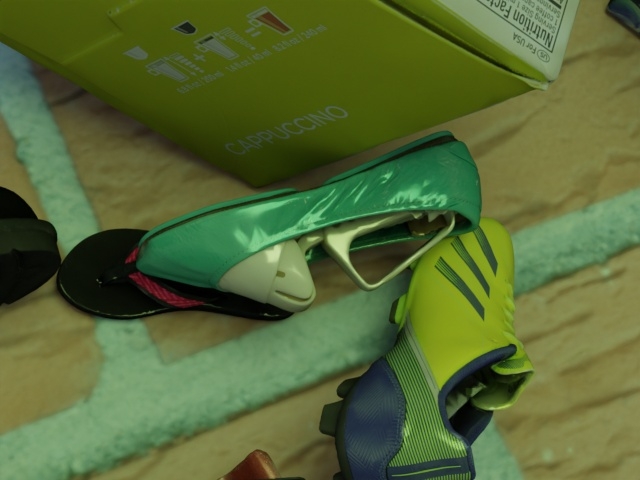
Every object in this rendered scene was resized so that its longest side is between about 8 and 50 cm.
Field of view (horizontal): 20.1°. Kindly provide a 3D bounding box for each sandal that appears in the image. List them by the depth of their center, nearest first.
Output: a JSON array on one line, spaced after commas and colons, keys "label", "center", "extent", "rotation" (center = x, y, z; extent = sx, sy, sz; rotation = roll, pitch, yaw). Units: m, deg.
[{"label": "sandal", "center": [-0.096, 0.022, 1.280], "extent": [0.179, 0.040, 0.067], "rotation": [4, 71, -13]}]

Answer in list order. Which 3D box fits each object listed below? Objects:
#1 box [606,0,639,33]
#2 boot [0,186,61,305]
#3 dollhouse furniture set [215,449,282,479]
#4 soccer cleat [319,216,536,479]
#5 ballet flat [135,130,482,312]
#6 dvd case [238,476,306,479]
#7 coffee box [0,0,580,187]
[{"label": "box", "center": [0.442, -0.238, 1.319], "extent": [0.293, 0.395, 0.212], "rotation": [37, 67, 2]}, {"label": "boot", "center": [-0.358, -0.071, 1.198], "extent": [0.348, 0.131, 0.260], "rotation": [-4, 72, -15]}, {"label": "dollhouse furniture set", "center": [0.046, 0.259, 1.168], "extent": [0.374, 0.152, 0.201], "rotation": [28, 66, -3]}, {"label": "soccer cleat", "center": [0.099, 0.078, 1.226], "extent": [0.121, 0.093, 0.289], "rotation": [-2, 30, 25]}, {"label": "ballet flat", "center": [0.000, 0.000, 1.233], "extent": [0.247, 0.083, 0.087], "rotation": [-19, 71, -11]}, {"label": "dvd case", "center": [-0.129, 0.241, 1.115], "extent": [0.253, 0.022, 0.180], "rotation": [-4, 63, 2]}, {"label": "coffee box", "center": [-0.035, -0.276, 1.193], "extent": [0.338, 0.338, 0.334], "rotation": [31, 64, -27]}]
